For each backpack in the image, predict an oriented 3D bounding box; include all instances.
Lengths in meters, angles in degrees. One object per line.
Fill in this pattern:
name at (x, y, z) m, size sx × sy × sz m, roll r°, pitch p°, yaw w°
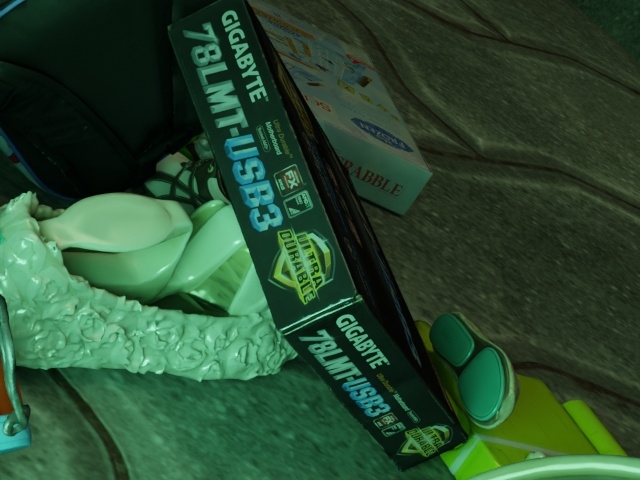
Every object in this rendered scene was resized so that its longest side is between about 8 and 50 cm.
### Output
backpack at (-0.198, -0.169, 1.517) m, size 0.213 × 0.276 × 0.263 m, roll 52°, pitch -12°, yaw 40°

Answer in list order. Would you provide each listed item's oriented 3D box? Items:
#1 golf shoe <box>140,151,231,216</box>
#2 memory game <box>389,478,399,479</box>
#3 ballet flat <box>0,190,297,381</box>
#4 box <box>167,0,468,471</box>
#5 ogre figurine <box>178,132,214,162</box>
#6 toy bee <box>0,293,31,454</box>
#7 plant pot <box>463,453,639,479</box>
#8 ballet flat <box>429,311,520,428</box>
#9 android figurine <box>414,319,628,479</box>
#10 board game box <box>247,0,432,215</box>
golf shoe at (-0.096, -0.045, 1.625) m, size 0.077 × 0.094 × 0.198 m, roll 9°, pitch 30°, yaw -46°
memory game at (0.109, 0.248, 1.379) m, size 0.186 × 0.012 × 0.186 m, roll 29°, pitch 21°, yaw -12°
ballet flat at (-0.118, 0.029, 1.364) m, size 0.147 × 0.147 × 0.409 m, roll 44°, pitch 22°, yaw 27°
box at (0.000, 0.000, 1.419) m, size 0.293 × 0.073 × 0.295 m, roll 52°, pitch 13°, yaw -57°
ogre figurine at (-0.071, -0.073, 1.735) m, size 0.118 × 0.097 × 0.197 m, roll 46°, pitch 32°, yaw -15°
toy bee at (-0.248, 0.075, 1.005) m, size 0.162 × 0.298 × 0.195 m, roll -12°, pitch 63°, yaw -10°
plant pot at (0.184, 0.297, 1.026) m, size 0.323 × 0.323 × 0.280 m, roll 44°, pitch 6°, yaw 27°
ballet flat at (0.140, 0.111, 1.523) m, size 0.052 × 0.057 × 0.168 m, roll 32°, pitch 15°, yaw -26°
android figurine at (0.169, 0.172, 1.582) m, size 0.248 × 0.056 × 0.273 m, roll 18°, pitch 24°, yaw -36°
board game box at (-0.055, -0.185, 2.037) m, size 0.319 × 0.066 × 0.318 m, roll 24°, pitch 22°, yaw -24°
